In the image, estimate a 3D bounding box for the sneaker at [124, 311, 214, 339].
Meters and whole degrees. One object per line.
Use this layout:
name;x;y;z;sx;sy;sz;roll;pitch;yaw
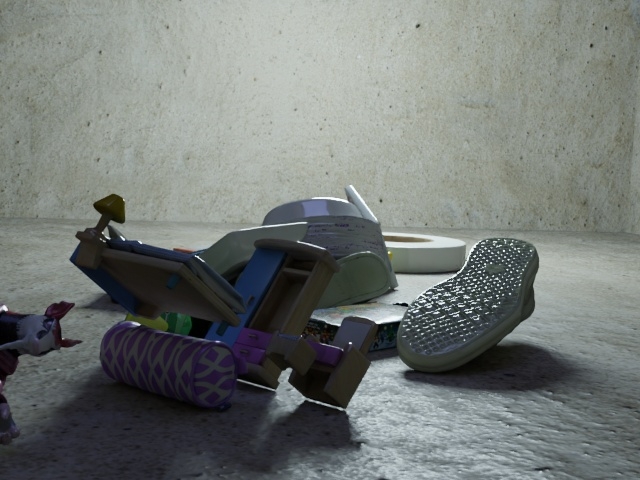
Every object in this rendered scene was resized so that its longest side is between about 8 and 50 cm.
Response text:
sneaker;-0.202;0.127;1.506;0.123;0.110;0.295;30;9;12

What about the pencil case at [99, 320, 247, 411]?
pencil case;-0.189;0.151;1.213;0.206;0.086;0.088;8;23;41

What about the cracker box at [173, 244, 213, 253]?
cracker box;-0.215;0.051;2.288;0.155;0.067;0.232;8;9;40

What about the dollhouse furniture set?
dollhouse furniture set;-0.104;0.030;1.212;0.286;0.198;0.303;8;-30;41

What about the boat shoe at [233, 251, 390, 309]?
boat shoe;-0.030;0.093;1.774;0.340;0.127;0.113;-13;-14;-39

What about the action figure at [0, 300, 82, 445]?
action figure;-0.453;0.133;1.069;0.370;0.248;0.275;-2;-20;-28

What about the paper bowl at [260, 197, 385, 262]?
paper bowl;-0.014;0.006;1.982;0.284;0.148;0.284;-6;-14;-2

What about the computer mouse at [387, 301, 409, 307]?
computer mouse;0.213;0.135;1.845;0.241;0.041;0.071;-6;9;-16

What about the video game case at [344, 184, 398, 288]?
video game case;0.116;-0.009;2.226;0.023;0.184;0.201;-23;32;-5

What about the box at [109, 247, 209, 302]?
box;-0.301;0.064;1.926;0.220;0.051;0.175;-14;6;2

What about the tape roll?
tape roll;0.211;0.029;2.665;0.391;0.072;0.392;2;6;0

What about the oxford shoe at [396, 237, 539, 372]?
oxford shoe;0.256;0.123;1.574;0.169;0.130;0.449;11;24;24

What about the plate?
plate;-0.174;0.063;1.745;0.277;0.045;0.278;-37;-13;26

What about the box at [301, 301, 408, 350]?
box;0.071;0.143;1.614;0.233;0.044;0.159;-3;8;-45

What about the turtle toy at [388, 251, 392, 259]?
turtle toy;0.113;0.055;2.376;0.095;0.066;0.130;13;12;30
